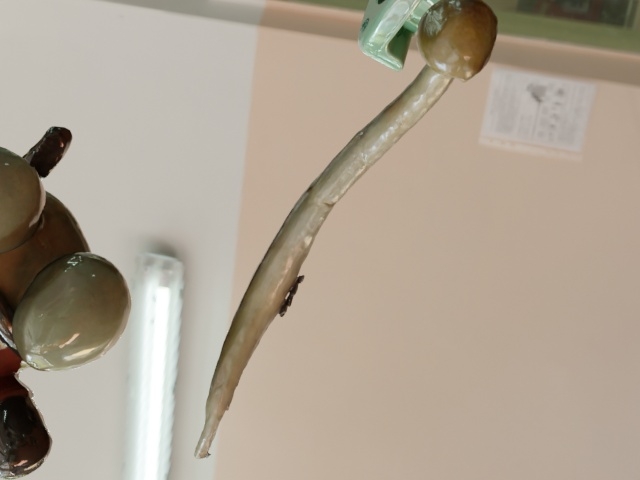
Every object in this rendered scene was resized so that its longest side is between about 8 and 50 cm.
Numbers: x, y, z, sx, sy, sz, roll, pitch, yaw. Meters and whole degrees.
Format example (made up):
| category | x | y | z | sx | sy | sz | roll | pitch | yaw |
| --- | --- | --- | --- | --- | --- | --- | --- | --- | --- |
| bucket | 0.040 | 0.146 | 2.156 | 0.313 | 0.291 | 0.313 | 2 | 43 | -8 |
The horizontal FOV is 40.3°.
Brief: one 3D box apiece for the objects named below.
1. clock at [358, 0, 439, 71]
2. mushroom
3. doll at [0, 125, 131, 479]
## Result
| category | x | y | z | sx | sy | sz | roll | pitch | yaw |
| --- | --- | --- | --- | --- | --- | --- | --- | --- | --- |
| clock | 0.109 | -0.264 | 0.840 | 0.188 | 0.060 | 0.148 | -44 | 22 | 52 |
| mushroom | -0.002 | -0.002 | 0.477 | 0.306 | 0.043 | 0.068 | -56 | -1 | 27 |
| doll | -0.287 | 0.060 | 0.592 | 0.235 | 0.330 | 0.174 | 56 | -174 | -17 |
